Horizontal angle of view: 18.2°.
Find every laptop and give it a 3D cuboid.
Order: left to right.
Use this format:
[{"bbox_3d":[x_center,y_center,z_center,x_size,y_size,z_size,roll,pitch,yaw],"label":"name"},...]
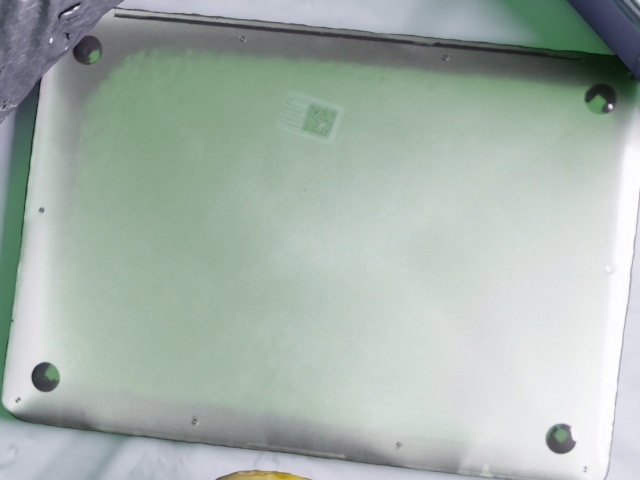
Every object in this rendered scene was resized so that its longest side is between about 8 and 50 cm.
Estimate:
[{"bbox_3d":[0.000,0.000,0.862,0.269,0.015,0.187,6,86,8],"label":"laptop"}]

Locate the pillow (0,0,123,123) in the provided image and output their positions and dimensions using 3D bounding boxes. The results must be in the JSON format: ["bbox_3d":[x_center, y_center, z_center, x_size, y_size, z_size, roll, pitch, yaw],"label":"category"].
[{"bbox_3d":[-0.133,-0.144,0.851,0.335,0.092,0.161,-37,73,5],"label":"pillow"}]

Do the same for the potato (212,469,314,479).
[{"bbox_3d":[-0.051,0.156,0.823,0.170,0.080,0.107,-17,71,7],"label":"potato"}]

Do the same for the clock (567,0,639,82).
[{"bbox_3d":[0.152,-0.155,0.824,0.145,0.073,0.193,-40,81,-4],"label":"clock"}]
